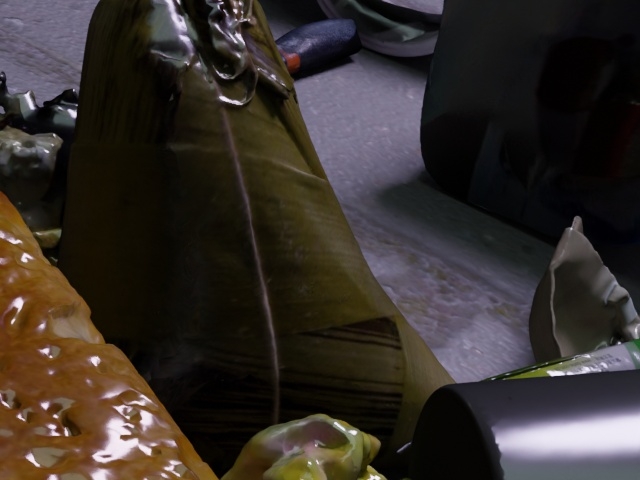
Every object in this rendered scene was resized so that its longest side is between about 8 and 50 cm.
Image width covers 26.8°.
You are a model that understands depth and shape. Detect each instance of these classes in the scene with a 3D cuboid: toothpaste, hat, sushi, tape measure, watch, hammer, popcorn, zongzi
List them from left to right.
[{"bbox_3d":[-0.155,-0.026,0.866,0.291,0.131,0.139,8,20,-12],"label":"sushi"},{"bbox_3d":[-0.052,-0.150,1.190,0.137,0.037,0.290,31,36,26],"label":"hammer"},{"bbox_3d":[-0.006,0.155,0.653,0.126,0.126,0.145,44,32,-16],"label":"popcorn"},{"bbox_3d":[0.000,0.000,0.781,0.300,0.273,0.145,6,4,-19],"label":"zongzi"},{"bbox_3d":[0.079,-0.293,1.334,0.231,0.244,0.196,41,38,1],"label":"watch"},{"bbox_3d":[0.163,0.086,0.783,0.248,0.078,0.046,-8,65,-27],"label":"toothpaste"},{"bbox_3d":[0.195,0.075,0.924,0.166,0.173,0.144,42,79,1],"label":"hat"},{"bbox_3d":[0.233,-0.134,1.069,0.262,0.259,0.138,28,35,19],"label":"tape measure"}]

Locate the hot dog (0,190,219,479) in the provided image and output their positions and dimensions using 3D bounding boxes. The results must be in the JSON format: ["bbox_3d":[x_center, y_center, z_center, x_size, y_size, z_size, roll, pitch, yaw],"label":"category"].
[{"bbox_3d":[-0.180,0.127,0.568,0.223,0.185,0.405,-10,40,-36],"label":"hot dog"}]

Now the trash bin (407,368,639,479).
[{"bbox_3d":[0.223,0.156,0.672,0.334,0.214,0.214,-2,35,-10],"label":"trash bin"}]
